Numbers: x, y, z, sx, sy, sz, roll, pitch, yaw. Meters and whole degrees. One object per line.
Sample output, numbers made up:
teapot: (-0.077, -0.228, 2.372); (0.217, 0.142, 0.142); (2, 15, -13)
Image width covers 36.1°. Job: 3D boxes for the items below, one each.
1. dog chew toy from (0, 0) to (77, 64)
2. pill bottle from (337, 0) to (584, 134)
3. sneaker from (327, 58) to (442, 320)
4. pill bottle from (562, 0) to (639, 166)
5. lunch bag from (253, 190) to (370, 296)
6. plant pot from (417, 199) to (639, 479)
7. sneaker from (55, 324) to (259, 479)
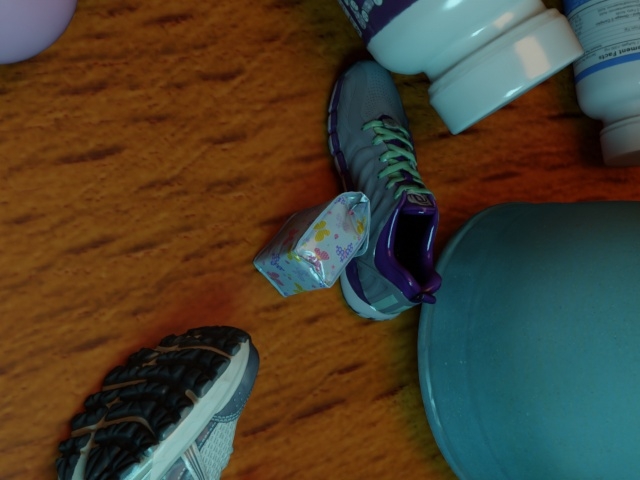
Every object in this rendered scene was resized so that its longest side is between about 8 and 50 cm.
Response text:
dog chew toy: (-0.189, -0.267, 0.649); (0.207, 0.207, 0.331); (23, 76, -25)
pill bottle: (0.082, -0.245, 0.799); (0.169, 0.169, 0.301); (-32, 90, -32)
sneaker: (0.065, -0.050, 0.803); (0.083, 0.098, 0.223); (1, 79, -31)
pill bottle: (0.308, -0.189, 0.963); (0.124, 0.124, 0.221); (-2, 81, -31)
lunch bag: (0.000, 0.000, 0.770); (0.053, 0.071, 0.083); (46, 60, -17)
plant pot: (0.261, 0.090, 0.773); (0.272, 0.255, 0.271); (5, 82, -39)
sneaker: (-0.119, 0.186, 0.658); (0.122, 0.110, 0.283); (51, 59, -34)
